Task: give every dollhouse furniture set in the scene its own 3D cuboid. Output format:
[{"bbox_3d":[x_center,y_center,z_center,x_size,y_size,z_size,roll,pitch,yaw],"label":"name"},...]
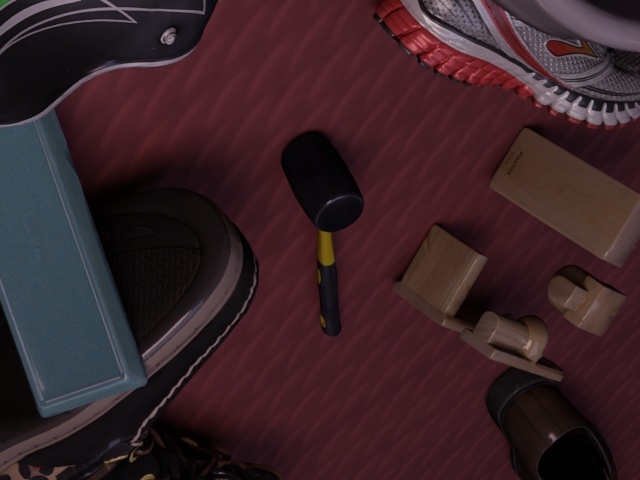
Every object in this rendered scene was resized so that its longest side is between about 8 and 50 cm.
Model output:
[{"bbox_3d":[0.170,0.018,1.082,0.123,0.144,0.151,21,102,-48],"label":"dollhouse furniture set"}]

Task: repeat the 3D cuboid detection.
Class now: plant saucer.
[{"bbox_3d":[-0.158,0.000,0.828,0.067,0.192,0.018,-19,-177,8],"label":"plant saucer"}]

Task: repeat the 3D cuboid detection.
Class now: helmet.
[{"bbox_3d":[-0.130,-0.148,0.705,0.161,0.169,0.169,-24,141,17],"label":"helmet"}]

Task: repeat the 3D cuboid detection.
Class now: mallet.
[{"bbox_3d":[0.000,0.000,1.028,0.039,0.062,0.189,-20,152,-12],"label":"mallet"}]

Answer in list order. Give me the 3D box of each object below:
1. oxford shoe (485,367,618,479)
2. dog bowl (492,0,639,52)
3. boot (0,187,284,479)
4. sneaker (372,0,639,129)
[{"bbox_3d":[0.216,0.198,1.299,0.083,0.096,0.227,-39,140,4],"label":"oxford shoe"},{"bbox_3d":[0.190,-0.258,0.788,0.349,0.102,0.348,-14,122,-23],"label":"dog bowl"},{"bbox_3d":[-0.124,0.141,1.002,0.377,0.138,0.284,-43,137,17],"label":"boot"},{"bbox_3d":[0.145,-0.135,0.941,0.225,0.088,0.092,11,122,-38],"label":"sneaker"}]
